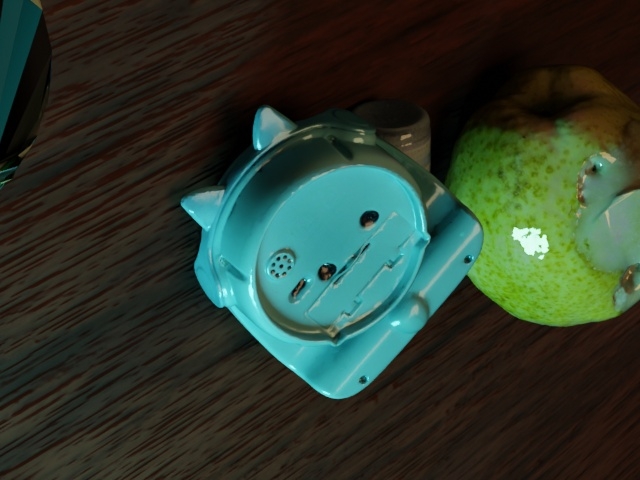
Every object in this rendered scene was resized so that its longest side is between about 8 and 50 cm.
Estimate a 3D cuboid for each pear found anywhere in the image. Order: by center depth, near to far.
[{"bbox_3d":[0.250,-0.049,1.991,0.271,0.271,0.271,-28,128,-43],"label":"pear"}]

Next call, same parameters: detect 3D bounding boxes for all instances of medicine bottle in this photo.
[{"bbox_3d":[0.065,-0.031,1.866,0.083,0.083,0.203,-28,128,-43],"label":"medicine bottle"}]

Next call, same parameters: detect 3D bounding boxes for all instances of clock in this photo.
[{"bbox_3d":[0.000,0.000,1.732,0.223,0.094,0.274,-51,131,1],"label":"clock"}]

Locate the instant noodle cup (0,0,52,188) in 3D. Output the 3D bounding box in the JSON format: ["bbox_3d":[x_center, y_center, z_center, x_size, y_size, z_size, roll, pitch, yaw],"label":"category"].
[{"bbox_3d":[-0.276,-0.102,1.091,0.240,0.178,0.240,14,72,-53],"label":"instant noodle cup"}]
